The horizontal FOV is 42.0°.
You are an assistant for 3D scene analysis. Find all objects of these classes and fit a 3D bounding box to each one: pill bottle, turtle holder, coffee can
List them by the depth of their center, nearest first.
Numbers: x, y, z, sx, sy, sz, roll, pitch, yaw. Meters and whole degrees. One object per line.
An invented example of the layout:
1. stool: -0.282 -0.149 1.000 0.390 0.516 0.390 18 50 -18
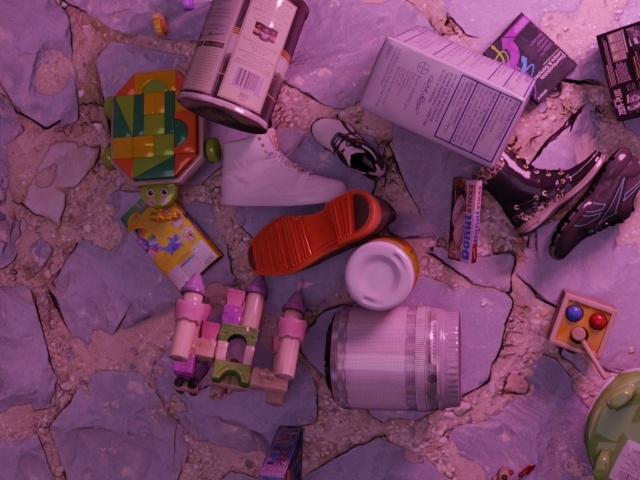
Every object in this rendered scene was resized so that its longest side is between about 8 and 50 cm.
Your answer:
1. turtle holder: 0.643 0.345 1.655 0.243 0.227 0.320 -5 93 13
2. pill bottle: 0.135 0.060 1.723 0.136 0.245 0.136 1 95 11
3. coffee can: -0.162 -0.387 1.740 0.201 0.201 0.275 18 85 9

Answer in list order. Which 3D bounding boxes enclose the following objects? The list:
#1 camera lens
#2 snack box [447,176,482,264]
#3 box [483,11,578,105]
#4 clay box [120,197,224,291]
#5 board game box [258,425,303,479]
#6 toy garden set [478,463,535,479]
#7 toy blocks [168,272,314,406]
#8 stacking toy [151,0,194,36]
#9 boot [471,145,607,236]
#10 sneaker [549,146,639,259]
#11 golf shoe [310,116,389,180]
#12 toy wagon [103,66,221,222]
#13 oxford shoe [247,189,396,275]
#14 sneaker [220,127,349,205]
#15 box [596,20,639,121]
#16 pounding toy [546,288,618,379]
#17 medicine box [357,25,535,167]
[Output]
1. camera lens: 0.155 0.246 1.747 0.274 0.219 0.220 -1 94 12
2. snack box: 0.306 -0.043 1.767 0.064 0.022 0.178 15 109 45
3. box: 0.437 -0.378 1.737 0.162 0.029 0.116 43 101 4
4. clay box: -0.342 -0.007 1.911 0.127 0.053 0.222 -41 85 9
5. board game box: -0.088 0.531 1.832 0.060 0.194 0.194 3 95 11
6. toy garden set: 0.402 0.592 1.813 0.244 0.049 0.204 -31 88 12
7. toy blocks: -0.175 0.194 1.839 0.288 0.309 0.260 10 64 -1
8. stacking toy: -0.309 -0.582 1.859 0.166 0.052 0.221 -11 92 12
9. boot: 0.451 -0.144 1.726 0.236 0.085 0.178 -44 83 13
10. sneaker: 0.573 -0.058 1.701 0.106 0.101 0.267 37 101 4
11. golf shoe: 0.060 -0.204 1.795 0.198 0.094 0.077 34 101 8
12. toy wagon: -0.356 -0.214 1.866 0.267 0.068 0.345 -3 80 12
13. oxford shoe: 0.000 0.000 1.810 0.363 0.132 0.130 -19 74 32
14. sneaker: -0.083 -0.162 1.820 0.292 0.108 0.169 1 98 13
15. box: 0.647 -0.341 1.647 0.147 0.077 0.180 -14 91 37
16. pounding toy: 0.546 0.192 1.725 0.130 0.100 0.141 19 98 10
17. medicine box: 0.258 -0.293 1.648 0.289 0.263 0.149 27 115 8
